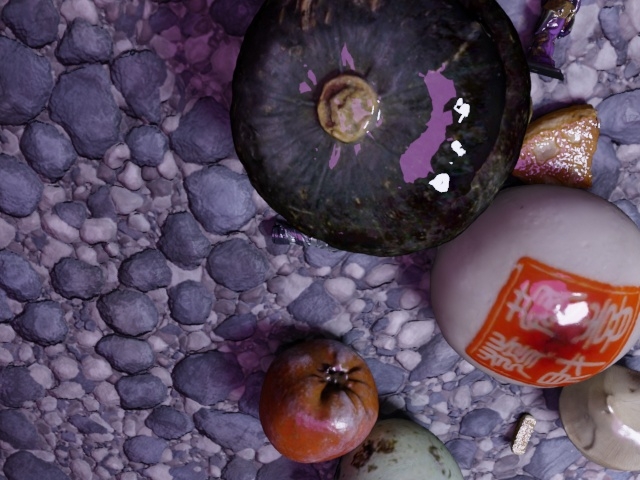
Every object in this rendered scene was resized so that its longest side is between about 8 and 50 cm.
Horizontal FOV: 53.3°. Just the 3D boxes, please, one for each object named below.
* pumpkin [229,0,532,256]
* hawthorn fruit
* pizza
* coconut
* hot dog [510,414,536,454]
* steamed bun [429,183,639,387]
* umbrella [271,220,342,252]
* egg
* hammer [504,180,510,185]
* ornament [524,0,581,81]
[{"bbox_3d":[0.086,-0.198,0.956,0.454,0.344,0.455,4,104,16],"label":"pumpkin"},{"bbox_3d":[-0.008,0.328,1.235,0.231,0.235,0.263,15,100,26],"label":"hawthorn fruit"},{"bbox_3d":[0.419,-0.150,1.114,0.182,0.062,0.161,-43,98,13],"label":"pizza"},{"bbox_3d":[0.566,0.337,1.215,0.224,0.224,0.224,1,113,3],"label":"coconut"},{"bbox_3d":[0.431,0.412,1.360,0.030,0.034,0.090,21,93,5],"label":"hot dog"},{"bbox_3d":[0.376,0.095,1.076,0.374,0.241,0.375,1,117,2],"label":"steamed bun"},{"bbox_3d":[0.000,0.000,1.202,0.188,0.050,0.046,9,135,-1],"label":"umbrella"},{"bbox_3d":[0.159,0.540,1.293,0.287,0.288,0.380,-13,106,8],"label":"egg"},{"bbox_3d":[0.343,-0.013,1.182,0.226,0.041,0.159,36,112,-11],"label":"hammer"},{"bbox_3d":[0.370,-0.367,1.021,0.081,0.088,0.203,15,102,23],"label":"ornament"}]
